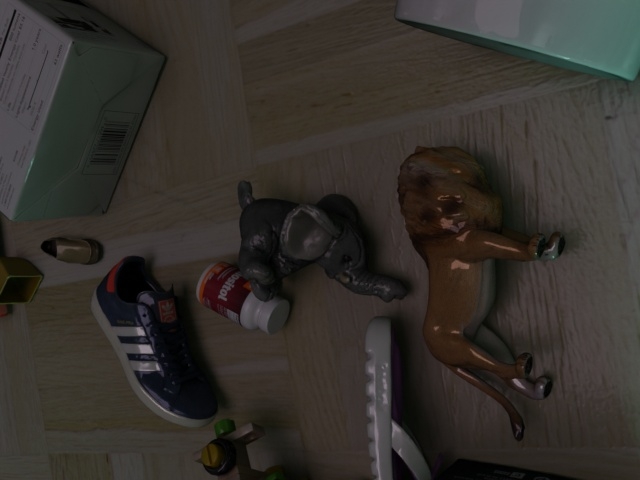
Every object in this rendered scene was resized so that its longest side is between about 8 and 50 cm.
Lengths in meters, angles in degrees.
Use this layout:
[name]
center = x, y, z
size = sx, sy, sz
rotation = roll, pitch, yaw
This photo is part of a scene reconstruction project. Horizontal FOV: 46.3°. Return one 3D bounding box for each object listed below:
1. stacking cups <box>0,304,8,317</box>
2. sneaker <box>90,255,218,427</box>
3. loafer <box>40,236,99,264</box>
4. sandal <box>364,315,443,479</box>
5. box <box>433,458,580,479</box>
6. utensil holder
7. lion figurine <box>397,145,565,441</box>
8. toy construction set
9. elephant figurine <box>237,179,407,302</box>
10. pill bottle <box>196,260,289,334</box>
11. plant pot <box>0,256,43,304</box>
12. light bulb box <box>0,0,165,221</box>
[stacking cups]
center = -0.751, 0.017, 1.645
size = 0.096, 0.096, 0.316
rotation = -6, 94, 31
[sneaker]
center = -0.288, 0.172, 1.353
size = 0.350, 0.131, 0.148
rotation = 47, 119, 19
[loafer]
center = -0.510, 0.022, 1.519
size = 0.148, 0.050, 0.056
rotation = 2, 95, 30
[sandal]
center = 0.130, 0.320, 1.114
size = 0.102, 0.169, 0.417
rotation = -6, 91, 10
[box]
center = 0.207, 0.586, 0.898
size = 0.297, 0.471, 0.480
rotation = 2, 95, 30
[utensil holder]
center = 0.279, -0.410, 0.862
size = 0.327, 0.327, 0.386
rotation = 23, 106, 27
[lion figurine]
center = 0.204, 0.068, 1.054
size = 0.240, 0.142, 0.392
rotation = 13, 105, 37
[toy construction set]
center = -0.123, 0.439, 1.256
size = 0.309, 0.257, 0.237
rotation = -51, 52, 35
[elephant figurine]
center = 0.000, 0.000, 1.178
size = 0.239, 0.186, 0.169
rotation = -12, 44, 20
[pill bottle]
center = -0.131, 0.100, 1.282
size = 0.152, 0.086, 0.086
rotation = 24, 106, 26
[plant pot]
center = -0.660, 0.078, 1.599
size = 0.083, 0.081, 0.081
rotation = 47, 115, 29
[light bulb box]
center = -0.545, -0.282, 1.414
size = 0.361, 0.225, 0.358
rotation = 37, 112, 24
